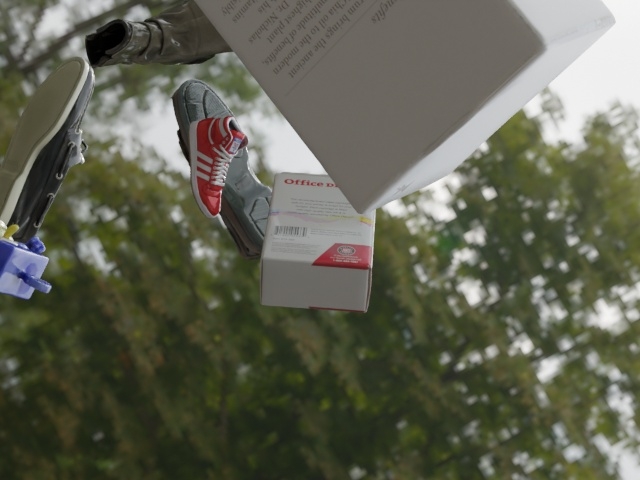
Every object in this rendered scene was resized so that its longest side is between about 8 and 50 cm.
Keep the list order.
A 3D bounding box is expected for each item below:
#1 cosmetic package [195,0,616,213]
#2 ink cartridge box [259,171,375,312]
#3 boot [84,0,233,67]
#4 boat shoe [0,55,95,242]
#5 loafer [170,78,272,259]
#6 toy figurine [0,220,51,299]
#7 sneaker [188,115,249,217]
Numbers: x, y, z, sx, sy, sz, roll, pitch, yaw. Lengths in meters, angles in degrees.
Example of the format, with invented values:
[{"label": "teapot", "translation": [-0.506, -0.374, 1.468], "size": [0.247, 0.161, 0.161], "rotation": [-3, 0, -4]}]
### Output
[{"label": "cosmetic package", "translation": [0.006, -0.277, 1.255], "size": [0.230, 0.161, 0.453], "rotation": [-42, -100, 35]}, {"label": "ink cartridge box", "translation": [0.000, 0.000, 1.758], "size": [0.175, 0.128, 0.072], "rotation": [-83, 176, -53]}, {"label": "boot", "translation": [-0.174, -0.255, 1.798], "size": [0.246, 0.161, 0.083], "rotation": [-20, -96, 52]}, {"label": "boat shoe", "translation": [-0.460, -0.146, 2.538], "size": [0.113, 0.340, 0.127], "rotation": [29, -6, -40]}, {"label": "loafer", "translation": [-0.140, -0.090, 2.044], "size": [0.084, 0.096, 0.267], "rotation": [-26, -85, 44]}, {"label": "toy figurine", "translation": [-0.451, 0.054, 1.988], "size": [0.217, 0.191, 0.362], "rotation": [17, -6, 18]}, {"label": "sneaker", "translation": [-0.116, -0.089, 1.732], "size": [0.042, 0.067, 0.118], "rotation": [7, 73, -62]}]
